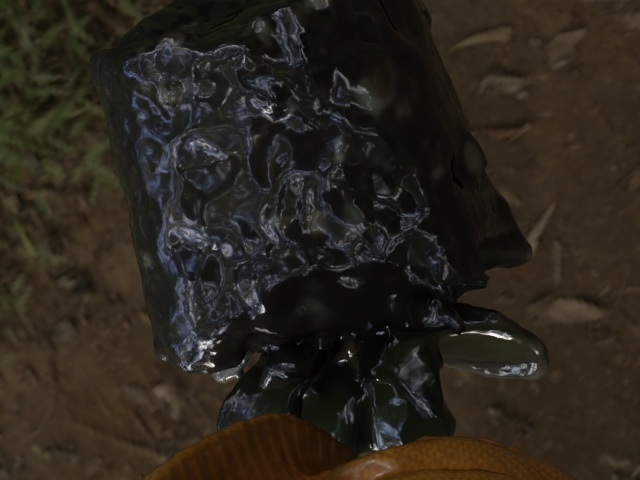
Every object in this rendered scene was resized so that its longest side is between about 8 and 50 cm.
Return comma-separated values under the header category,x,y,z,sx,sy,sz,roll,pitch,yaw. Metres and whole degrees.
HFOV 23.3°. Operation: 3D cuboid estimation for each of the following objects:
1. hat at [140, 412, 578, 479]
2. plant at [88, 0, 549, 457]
category,x,y,z,sx,sy,sz,roll,pitch,yaw
hat,0.076,0.151,0.638,0.233,0.233,0.244,-17,132,30
plant,0.000,0.000,0.794,0.198,0.188,0.276,-15,111,11
